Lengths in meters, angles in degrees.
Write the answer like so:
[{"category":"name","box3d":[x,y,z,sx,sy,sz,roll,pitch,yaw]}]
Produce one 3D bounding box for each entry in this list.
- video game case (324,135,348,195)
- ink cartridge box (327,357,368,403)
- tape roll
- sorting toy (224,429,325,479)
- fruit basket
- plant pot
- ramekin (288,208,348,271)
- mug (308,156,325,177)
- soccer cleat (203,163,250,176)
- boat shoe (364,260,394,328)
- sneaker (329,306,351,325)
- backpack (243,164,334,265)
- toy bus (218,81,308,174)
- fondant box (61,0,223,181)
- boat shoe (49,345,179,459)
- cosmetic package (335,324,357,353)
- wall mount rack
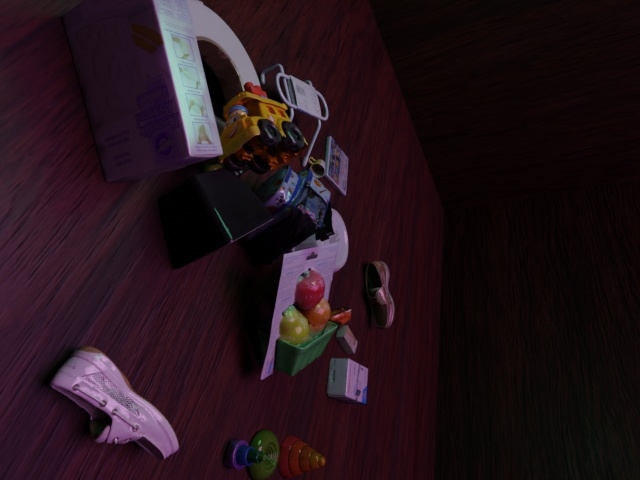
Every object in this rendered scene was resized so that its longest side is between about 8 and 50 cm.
[{"category":"video game case","box3d":[0.071,-0.326,1.793,0.183,0.023,0.201,39,51,-52]},{"category":"ink cartridge box","box3d":[0.107,0.541,1.558,0.190,0.082,0.140,45,45,-51]},{"category":"tape roll","box3d":[-0.281,-0.386,1.007,0.392,0.072,0.392,26,60,-56]},{"category":"sorting toy","box3d":[-0.100,0.594,1.110,0.365,0.126,0.127,44,46,-50]},{"category":"fruit basket","box3d":[-0.059,0.186,1.179,0.327,0.165,0.353,-13,111,-62]},{"category":"plant pot","box3d":[-0.259,-0.065,0.957,0.167,0.188,0.187,62,31,-6]},{"category":"ramekin","box3d":[0.000,0.000,1.458,0.273,0.127,0.273,27,59,-57]},{"category":"mug","box3d":[-0.009,-0.295,1.598,0.064,0.062,0.078,-72,149,-53]},{"category":"soccer cleat","box3d":[-0.251,-0.189,1.126,0.179,0.060,0.072,-22,112,-55]},{"category":"boat shoe","box3d":[0.262,0.252,1.903,0.116,0.123,0.324,16,62,-52]},{"category":"sneaker","box3d":[0.077,0.303,1.590,0.175,0.064,0.067,7,86,-58]},{"category":"backpack","box3d":[-0.097,-0.092,1.197,0.213,0.276,0.263,54,33,-19]},{"category":"toy bus","box3d":[-0.161,-0.287,0.986,0.220,0.149,0.211,-12,79,-60]},{"category":"fondant box","box3d":[-0.343,-0.299,0.783,0.096,0.238,0.330,-26,105,-61]},{"category":"boat shoe","box3d":[-0.368,0.317,0.726,0.277,0.098,0.096,58,35,-21]},{"category":"cosmetic package","box3d":[0.106,0.399,1.635,0.115,0.041,0.060,60,35,-35]},{"category":"wall mount rack","box3d":[-0.089,-0.432,1.426,0.350,0.130,0.304,-8,86,-62]}]
